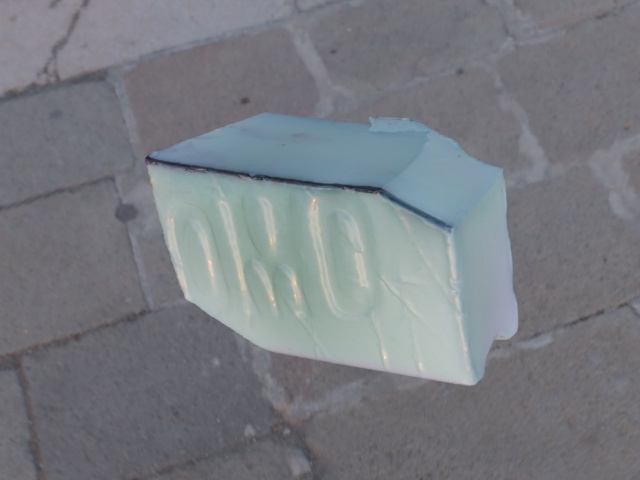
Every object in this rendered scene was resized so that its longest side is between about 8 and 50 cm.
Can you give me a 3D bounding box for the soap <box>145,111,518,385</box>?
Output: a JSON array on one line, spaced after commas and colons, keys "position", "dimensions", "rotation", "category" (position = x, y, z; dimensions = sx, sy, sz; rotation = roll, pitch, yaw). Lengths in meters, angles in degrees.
[{"position": [0.000, 0.000, 0.608], "dimensions": [0.230, 0.145, 0.091], "rotation": [5, 26, 33], "category": "soap"}]
